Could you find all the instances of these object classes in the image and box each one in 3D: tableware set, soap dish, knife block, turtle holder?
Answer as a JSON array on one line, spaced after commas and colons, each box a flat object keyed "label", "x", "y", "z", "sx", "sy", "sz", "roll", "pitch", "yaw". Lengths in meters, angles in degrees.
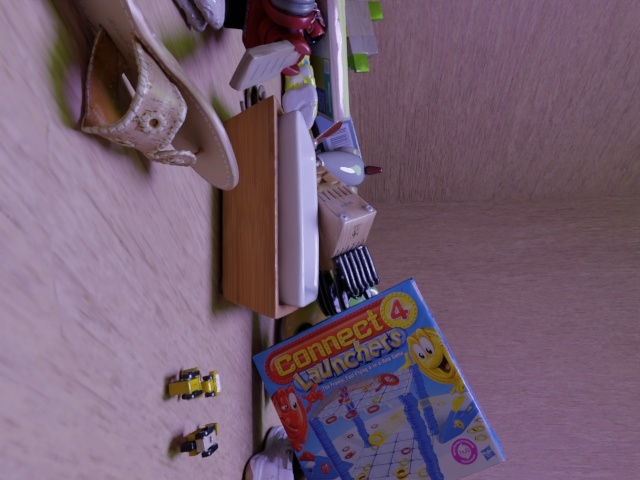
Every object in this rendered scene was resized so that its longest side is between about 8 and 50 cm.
[{"label": "tableware set", "x": -0.100, "y": -0.201, "z": 0.800, "sx": 0.128, "sy": 0.039, "sz": 0.194, "roll": -86, "pitch": 172, "yaw": -45}, {"label": "soap dish", "x": -0.071, "y": -0.036, "z": 0.654, "sx": 0.229, "sy": 0.118, "sz": 0.291, "roll": 39, "pitch": 51, "yaw": -83}, {"label": "knife block", "x": 0.004, "y": 0.007, "z": 0.848, "sx": 0.275, "sy": 0.088, "sz": 0.242, "roll": 45, "pitch": -44, "yaw": 30}, {"label": "turtle holder", "x": 0.021, "y": 0.205, "z": 0.971, "sx": 0.227, "sy": 0.243, "sz": 0.320, "roll": -57, "pitch": 158, "yaw": -50}]

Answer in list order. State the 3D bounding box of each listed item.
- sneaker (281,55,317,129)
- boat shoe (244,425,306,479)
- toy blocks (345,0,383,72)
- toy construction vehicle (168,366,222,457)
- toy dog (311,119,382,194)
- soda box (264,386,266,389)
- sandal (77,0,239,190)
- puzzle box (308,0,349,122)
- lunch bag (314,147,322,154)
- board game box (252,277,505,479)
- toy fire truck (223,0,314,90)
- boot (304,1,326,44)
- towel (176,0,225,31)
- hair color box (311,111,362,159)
[{"label": "sneaker", "x": -0.051, "y": -0.399, "z": 1.117, "sx": 0.126, "sy": 0.091, "sz": 0.240, "roll": -60, "pitch": 148, "yaw": -81}, {"label": "boat shoe", "x": -0.060, "y": 0.410, "z": 0.776, "sx": 0.277, "sy": 0.096, "sz": 0.098, "roll": 53, "pitch": 36, "yaw": -81}, {"label": "toy blocks", "x": 0.025, "y": -0.656, "z": 1.279, "sx": 0.261, "sy": 0.191, "sz": 0.381, "roll": -1, "pitch": -76, "yaw": 58}, {"label": "toy construction vehicle", "x": -0.131, "y": 0.177, "z": 0.448, "sx": 0.098, "sy": 0.035, "sz": 0.086, "roll": 72, "pitch": 6, "yaw": -81}, {"label": "toy dog", "x": 0.050, "y": -0.205, "z": 1.146, "sx": 0.333, "sy": 0.161, "sz": 0.220, "roll": -23, "pitch": 106, "yaw": -58}, {"label": "soda box", "x": -0.022, "y": 0.236, "z": 0.829, "sx": 0.061, "sy": 0.181, "sz": 0.058, "roll": 45, "pitch": 10, "yaw": -2}, {"label": "sandal", "x": -0.140, "y": -0.109, "z": 0.296, "sx": 0.079, "sy": 0.088, "sz": 0.240, "roll": -51, "pitch": 144, "yaw": -29}, {"label": "puzzle box", "x": -0.010, "y": -0.553, "z": 1.166, "sx": 0.272, "sy": 0.052, "sz": 0.409, "roll": -133, "pitch": -148, "yaw": -52}, {"label": "lunch bag", "x": -0.022, "y": -0.194, "z": 1.353, "sx": 0.151, "sy": 0.096, "sz": 0.129, "roll": 61, "pitch": 26, "yaw": -58}, {"label": "board game box", "x": 0.087, "y": 0.264, "z": 0.718, "sx": 0.302, "sy": 0.308, "sz": 0.086, "roll": 63, "pitch": 11, "yaw": 9}, {"label": "toy fire truck", "x": -0.046, "y": -0.290, "z": 0.491, "sx": 0.217, "sy": 0.158, "sz": 0.246, "roll": 114, "pitch": -39, "yaw": -48}, {"label": "boot", "x": -0.040, "y": -0.573, "z": 0.972, "sx": 0.176, "sy": 0.088, "sz": 0.244, "roll": 63, "pitch": -3, "yaw": 14}, {"label": "towel", "x": -0.139, "y": -0.345, "z": 0.375, "sx": 0.282, "sy": 0.049, "sz": 0.187, "roll": 51, "pitch": 38, "yaw": -81}, {"label": "hair color box", "x": 0.041, "y": -0.358, "z": 1.474, "sx": 0.374, "sy": 0.113, "sz": 0.185, "roll": -105, "pitch": 178, "yaw": -72}]
